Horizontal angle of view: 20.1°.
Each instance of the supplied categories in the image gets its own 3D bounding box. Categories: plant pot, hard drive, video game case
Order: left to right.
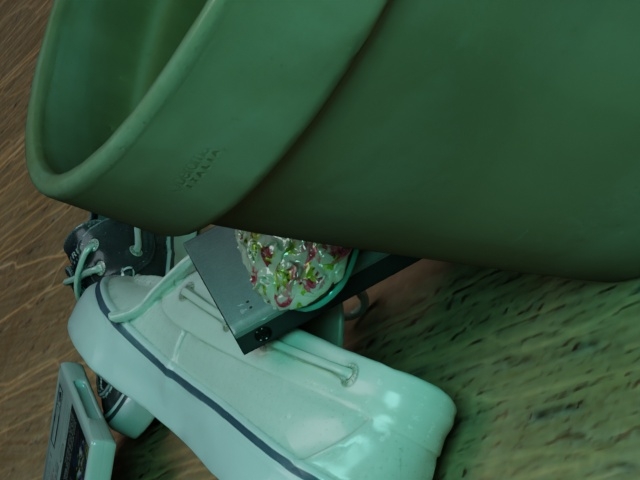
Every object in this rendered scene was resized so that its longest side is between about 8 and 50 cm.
[{"bbox_3d":[-0.192,0.210,1.385,0.173,0.022,0.190,-134,52,-68],"label":"video game case"},{"bbox_3d":[0.000,0.000,0.996,0.135,0.022,0.094,-28,38,-5],"label":"hard drive"},{"bbox_3d":[0.057,-0.116,0.839,0.323,0.280,0.323,-51,25,35],"label":"plant pot"}]

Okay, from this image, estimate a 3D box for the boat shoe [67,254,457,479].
[{"bbox_3d":[-0.031,0.054,1.072,0.156,0.136,0.367,-58,28,-1],"label":"boat shoe"}]

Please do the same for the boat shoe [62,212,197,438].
[{"bbox_3d":[-0.161,0.025,1.465,0.108,0.102,0.301,-47,28,41],"label":"boat shoe"}]

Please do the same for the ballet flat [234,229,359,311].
[{"bbox_3d":[-0.017,-0.063,0.994,0.091,0.077,0.241,-27,34,27],"label":"ballet flat"}]
